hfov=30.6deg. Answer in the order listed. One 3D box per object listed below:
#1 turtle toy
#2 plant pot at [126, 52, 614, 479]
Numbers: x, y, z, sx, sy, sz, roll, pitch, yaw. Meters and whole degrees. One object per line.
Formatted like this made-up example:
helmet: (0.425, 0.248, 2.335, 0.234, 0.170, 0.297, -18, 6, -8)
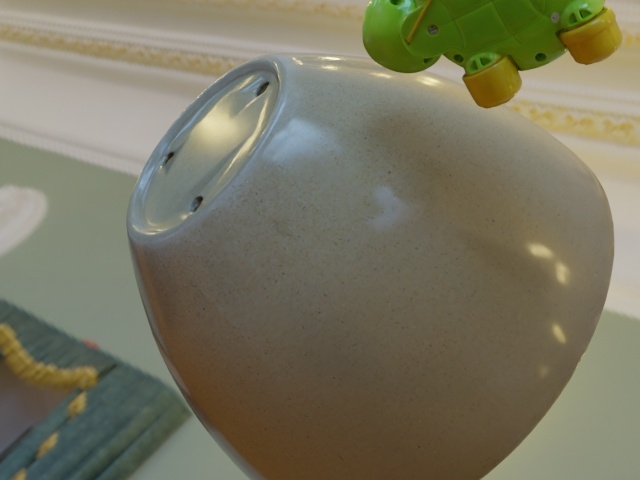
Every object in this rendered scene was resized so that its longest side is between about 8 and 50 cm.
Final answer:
turtle toy: (0.075, -0.115, 0.541, 0.130, 0.066, 0.095, -23, -72, 25)
plant pot: (0.000, 0.000, 0.690, 0.191, 0.284, 0.284, 40, -21, -29)
